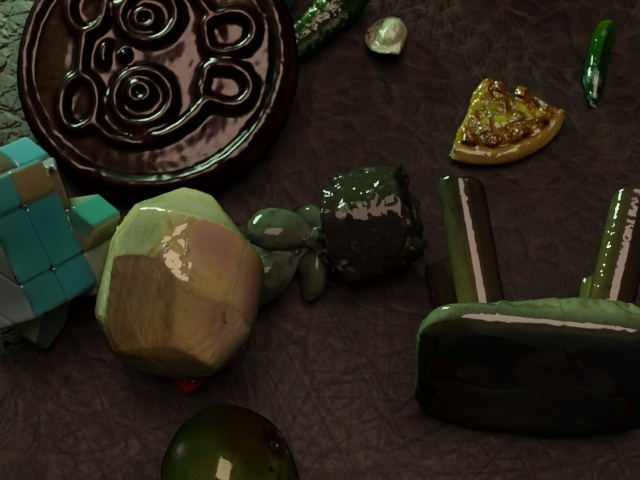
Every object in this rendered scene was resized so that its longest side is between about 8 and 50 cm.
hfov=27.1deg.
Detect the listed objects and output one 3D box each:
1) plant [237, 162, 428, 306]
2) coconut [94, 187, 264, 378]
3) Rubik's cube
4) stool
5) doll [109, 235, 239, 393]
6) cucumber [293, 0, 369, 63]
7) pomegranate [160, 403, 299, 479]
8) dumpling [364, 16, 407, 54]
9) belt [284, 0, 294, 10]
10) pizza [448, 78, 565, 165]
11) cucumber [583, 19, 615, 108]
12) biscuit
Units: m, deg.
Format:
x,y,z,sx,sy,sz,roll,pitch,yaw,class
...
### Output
x,y,z,sx,sy,sz,roll,pitch,yaw,class
0.001,-0.001,1.772,0.274,0.149,0.146,-20,24,9,plant
-0.167,0.047,1.633,0.197,0.237,0.237,15,67,-8,coconut
-0.378,0.009,1.716,0.213,0.224,0.265,-34,105,-52,Rubik's cube
0.275,0.087,1.649,0.310,0.310,0.226,5,61,3,stool
-0.210,0.086,1.767,0.142,0.076,0.245,-33,75,-15,doll
-0.014,-0.308,1.939,0.227,0.069,0.069,-42,73,-14,cucumber
-0.131,0.303,1.637,0.210,0.180,0.180,-32,68,17,pomegranate
0.096,-0.301,1.942,0.057,0.052,0.076,6,77,-10,dumpling
-0.129,-0.373,1.956,0.198,0.078,0.151,-8,69,0,belt
0.253,-0.171,1.892,0.175,0.046,0.134,-27,70,-11,pizza
0.404,-0.261,1.937,0.037,0.037,0.155,13,67,5,cucumber
-0.230,-0.249,1.853,0.407,0.091,0.407,-1,77,6,biscuit
